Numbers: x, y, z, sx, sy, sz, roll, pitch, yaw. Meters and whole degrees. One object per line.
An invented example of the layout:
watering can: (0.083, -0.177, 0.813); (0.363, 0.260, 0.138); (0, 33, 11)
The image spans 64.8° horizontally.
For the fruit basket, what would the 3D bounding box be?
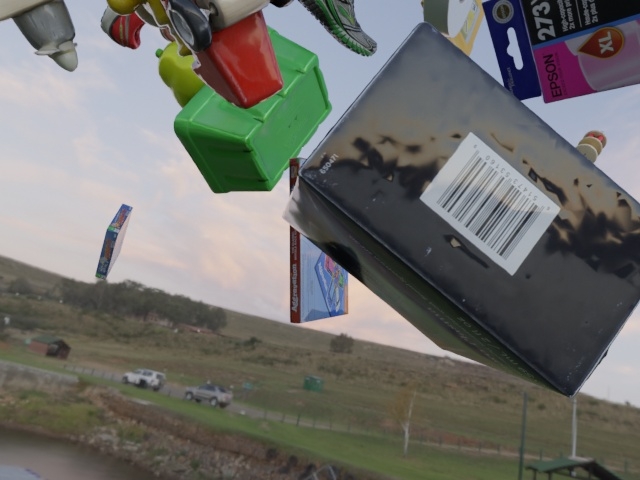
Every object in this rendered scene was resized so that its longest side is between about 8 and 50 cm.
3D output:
fruit basket: (-0.211, -0.326, 1.197); (0.391, 0.392, 0.283); (7, -32, 21)

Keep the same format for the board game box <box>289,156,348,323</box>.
board game box: (0.000, 0.000, 0.912); (0.027, 0.282, 0.145); (0, 0, 40)

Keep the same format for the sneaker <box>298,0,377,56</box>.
sneaker: (0.071, -0.715, 1.586); (0.343, 0.146, 0.134); (35, 17, -35)

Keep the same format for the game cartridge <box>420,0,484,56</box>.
game cartridge: (0.457, -0.785, 1.712); (0.052, 0.324, 0.285); (-3, -36, 41)

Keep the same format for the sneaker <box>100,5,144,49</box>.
sneaker: (-0.412, -0.588, 1.217); (0.118, 0.107, 0.279); (35, -69, -18)

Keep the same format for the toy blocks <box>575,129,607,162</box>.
toy blocks: (0.597, -0.215, 1.183); (0.123, 0.148, 0.054); (-10, -70, 45)

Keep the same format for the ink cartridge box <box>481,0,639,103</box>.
ink cartridge box: (0.401, -0.302, 0.697); (0.370, 0.069, 0.176); (1, -59, 50)

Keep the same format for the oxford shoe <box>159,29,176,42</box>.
oxford shoe: (-0.411, -0.731, 1.425); (0.146, 0.398, 0.140); (-4, -13, 40)

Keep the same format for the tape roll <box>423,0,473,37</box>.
tape roll: (0.367, -0.741, 1.325); (0.071, 0.392, 0.392); (19, -17, 19)

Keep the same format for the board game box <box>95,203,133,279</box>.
board game box: (-0.631, 0.004, 1.541); (0.035, 0.136, 0.201); (21, -53, -14)

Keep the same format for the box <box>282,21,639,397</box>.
box: (0.127, -0.013, 0.552); (0.296, 0.183, 0.294); (39, -7, -2)

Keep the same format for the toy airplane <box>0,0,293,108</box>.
toy airplane: (-0.215, -0.375, 0.629); (0.385, 0.385, 0.272); (10, -9, -19)
